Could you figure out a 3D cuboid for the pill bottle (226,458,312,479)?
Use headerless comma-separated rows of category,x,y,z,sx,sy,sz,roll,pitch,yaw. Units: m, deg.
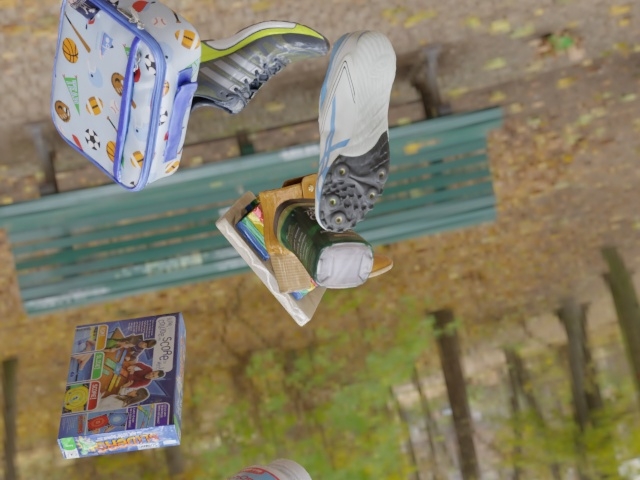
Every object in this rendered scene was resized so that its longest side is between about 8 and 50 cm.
pill bottle,-0.075,0.284,1.319,0.087,0.087,0.160,-18,-176,35

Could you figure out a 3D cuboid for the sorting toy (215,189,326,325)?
sorting toy,-0.067,0.011,2.536,0.089,0.257,0.255,-38,-174,15

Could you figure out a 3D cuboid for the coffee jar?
coffee jar,0.000,0.000,1.913,0.096,0.079,0.184,-1,-156,-26

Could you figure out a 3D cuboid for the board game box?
board game box,-0.232,0.169,1.530,0.136,0.035,0.201,-7,-144,3

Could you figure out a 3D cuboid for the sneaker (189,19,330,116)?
sneaker,-0.123,-0.272,2.100,0.300,0.121,0.111,-13,166,18

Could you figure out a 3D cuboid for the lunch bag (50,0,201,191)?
lunch bag,-0.293,-0.238,1.938,0.115,0.243,0.303,-28,147,-39

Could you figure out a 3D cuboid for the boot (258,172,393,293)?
boot,0.016,-0.025,2.428,0.295,0.211,0.104,-10,-176,-41

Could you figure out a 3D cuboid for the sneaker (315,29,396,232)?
sneaker,0.032,-0.124,1.477,0.085,0.237,0.086,14,172,-32
